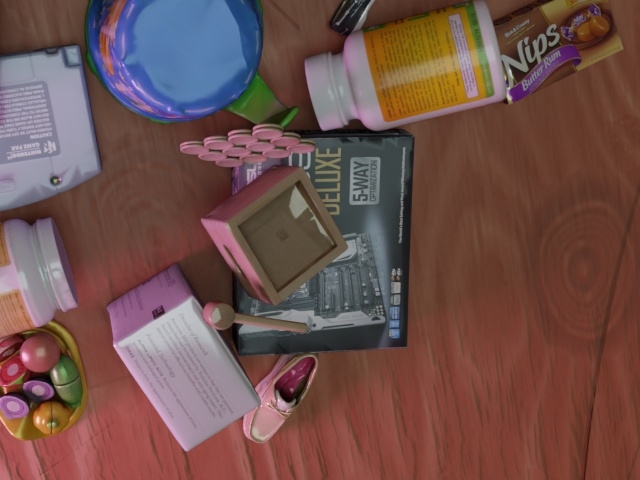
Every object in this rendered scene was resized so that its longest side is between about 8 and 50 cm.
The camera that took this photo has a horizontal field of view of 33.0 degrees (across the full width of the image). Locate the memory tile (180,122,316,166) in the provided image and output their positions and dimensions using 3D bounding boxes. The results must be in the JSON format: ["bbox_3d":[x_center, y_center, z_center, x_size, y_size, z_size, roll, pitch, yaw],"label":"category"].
[{"bbox_3d":[-0.088,-0.116,1.330,0.113,0.148,0.012,17,68,-56],"label":"memory tile"}]

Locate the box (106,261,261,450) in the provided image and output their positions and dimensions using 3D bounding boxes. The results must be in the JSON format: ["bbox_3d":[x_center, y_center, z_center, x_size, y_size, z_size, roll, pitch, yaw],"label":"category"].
[{"bbox_3d":[-0.184,0.150,1.434,0.119,0.181,0.182,-32,108,-6],"label":"box"}]

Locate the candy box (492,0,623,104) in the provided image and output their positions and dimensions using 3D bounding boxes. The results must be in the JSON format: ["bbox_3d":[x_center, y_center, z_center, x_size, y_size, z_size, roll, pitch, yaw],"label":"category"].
[{"bbox_3d":[0.316,-0.279,1.508,0.187,0.053,0.109,-26,108,-7],"label":"candy box"}]

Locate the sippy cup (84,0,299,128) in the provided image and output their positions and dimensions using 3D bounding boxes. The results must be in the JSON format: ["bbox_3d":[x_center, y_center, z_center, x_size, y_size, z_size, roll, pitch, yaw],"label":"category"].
[{"bbox_3d":[-0.169,-0.246,1.314,0.305,0.224,0.240,3,103,-13],"label":"sippy cup"}]

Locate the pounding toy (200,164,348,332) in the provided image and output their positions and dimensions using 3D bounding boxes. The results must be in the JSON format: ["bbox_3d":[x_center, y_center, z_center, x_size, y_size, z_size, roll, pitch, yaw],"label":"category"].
[{"bbox_3d":[-0.077,0.036,1.375,0.206,0.094,0.181,-38,111,-20],"label":"pounding toy"}]

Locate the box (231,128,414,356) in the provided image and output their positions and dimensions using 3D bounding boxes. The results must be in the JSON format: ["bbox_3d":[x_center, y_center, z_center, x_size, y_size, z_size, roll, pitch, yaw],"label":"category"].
[{"bbox_3d":[0.000,0.000,1.493,0.242,0.076,0.307,-1,105,-12],"label":"box"}]

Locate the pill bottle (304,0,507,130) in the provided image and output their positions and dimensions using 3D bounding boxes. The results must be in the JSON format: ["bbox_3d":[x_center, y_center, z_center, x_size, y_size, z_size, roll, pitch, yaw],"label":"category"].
[{"bbox_3d":[0.110,-0.221,1.415,0.246,0.136,0.136,-13,107,8],"label":"pill bottle"}]

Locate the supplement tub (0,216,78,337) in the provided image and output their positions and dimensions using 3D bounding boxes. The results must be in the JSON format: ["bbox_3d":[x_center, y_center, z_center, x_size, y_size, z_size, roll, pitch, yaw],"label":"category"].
[{"bbox_3d":[-0.422,0.055,1.374,0.200,0.144,0.144,-16,107,-8],"label":"supplement tub"}]

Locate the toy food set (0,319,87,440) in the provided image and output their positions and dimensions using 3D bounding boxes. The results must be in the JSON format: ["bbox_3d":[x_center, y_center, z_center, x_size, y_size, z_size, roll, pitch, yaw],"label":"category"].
[{"bbox_3d":[-0.388,0.177,1.452,0.128,0.071,0.218,-14,107,-9],"label":"toy food set"}]

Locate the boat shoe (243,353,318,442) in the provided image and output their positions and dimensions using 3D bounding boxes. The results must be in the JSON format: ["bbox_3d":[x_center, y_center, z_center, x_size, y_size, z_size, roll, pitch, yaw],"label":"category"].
[{"bbox_3d":[-0.056,0.221,1.546,0.063,0.059,0.170,26,97,-18],"label":"boat shoe"}]

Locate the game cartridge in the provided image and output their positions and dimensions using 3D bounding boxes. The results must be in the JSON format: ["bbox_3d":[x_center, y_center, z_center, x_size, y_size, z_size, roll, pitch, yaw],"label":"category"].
[{"bbox_3d":[-0.436,-0.132,1.373,0.294,0.060,0.196,-10,103,-10],"label":"game cartridge"}]

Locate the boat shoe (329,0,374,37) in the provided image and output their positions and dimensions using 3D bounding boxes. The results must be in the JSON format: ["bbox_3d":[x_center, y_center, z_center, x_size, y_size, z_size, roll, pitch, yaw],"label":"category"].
[{"bbox_3d":[0.053,-0.332,1.439,0.038,0.046,0.125,23,106,-22],"label":"boat shoe"}]
